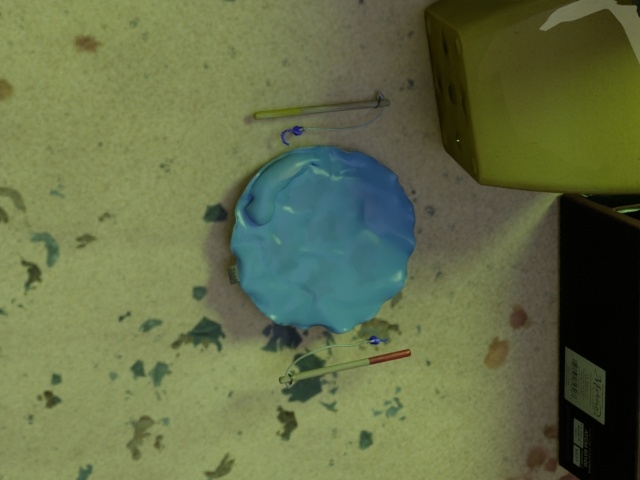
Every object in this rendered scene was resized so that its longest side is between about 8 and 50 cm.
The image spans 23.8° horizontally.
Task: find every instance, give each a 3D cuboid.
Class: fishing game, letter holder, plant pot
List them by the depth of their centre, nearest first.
[{"bbox_3d":[0.208,-0.153,1.396,0.187,0.212,0.212,-12,109,-5],"label":"plant pot"},{"bbox_3d":[0.000,0.000,1.439,0.189,0.041,0.264,-12,100,-18],"label":"fishing game"},{"bbox_3d":[0.373,0.100,1.551,0.215,0.152,0.301,-9,108,-21],"label":"letter holder"}]

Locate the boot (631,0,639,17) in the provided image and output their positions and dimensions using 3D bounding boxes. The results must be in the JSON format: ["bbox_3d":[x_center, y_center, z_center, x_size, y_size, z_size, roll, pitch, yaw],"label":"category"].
[{"bbox_3d":[0.408,-0.383,1.305,0.445,0.146,0.367,-19,94,-31],"label":"boot"}]
